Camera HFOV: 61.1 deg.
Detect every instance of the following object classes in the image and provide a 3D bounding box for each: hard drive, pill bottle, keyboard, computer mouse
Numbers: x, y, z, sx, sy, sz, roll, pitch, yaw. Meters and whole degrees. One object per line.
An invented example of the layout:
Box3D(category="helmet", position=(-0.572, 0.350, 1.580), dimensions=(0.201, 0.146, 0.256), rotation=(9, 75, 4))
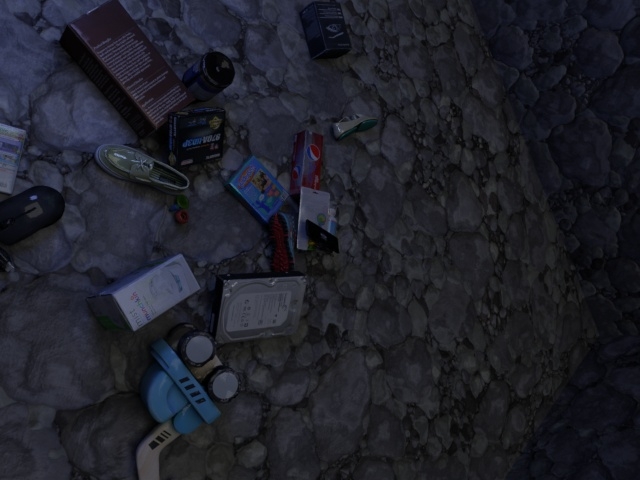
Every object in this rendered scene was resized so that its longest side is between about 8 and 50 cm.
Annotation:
Box3D(category="hard drive", position=(-0.214, 0.229, 1.890), dimensions=(0.338, 0.064, 0.237), rotation=(0, 108, -39))
Box3D(category="pill bottle", position=(0.019, -0.046, 2.152), dimensions=(0.087, 0.087, 0.160), rotation=(20, 71, -34))
Box3D(category="pill bottle", position=(-0.391, -0.540, 1.827), dimensions=(0.122, 0.219, 0.123), rotation=(6, 80, -37))
Box3D(category="keyboard", position=(0.000, 0.000, 2.044), dimensions=(0.192, 0.038, 0.100), rotation=(31, 43, -42))
Box3D(category="computer mouse", position=(-0.830, -0.057, 1.507), dimensions=(0.272, 0.072, 0.188), rotation=(-45, 109, -33))

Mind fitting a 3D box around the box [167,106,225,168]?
Box3D(category="box", position=(-0.412, -0.346, 1.803), dimensions=(0.220, 0.051, 0.175), rotation=(-27, 133, -53))

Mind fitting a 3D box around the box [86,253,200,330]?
Box3D(category="box", position=(-0.525, 0.153, 1.591), dimensions=(0.231, 0.262, 0.127), rotation=(-36, 105, -36))

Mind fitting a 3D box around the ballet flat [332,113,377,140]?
Box3D(category="ballet flat", position=(0.145, -0.504, 2.331), dimensions=(0.248, 0.086, 0.086), rotation=(-27, 100, -36))

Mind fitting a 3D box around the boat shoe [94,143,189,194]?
Box3D(category="boat shoe", position=(-0.559, -0.233, 1.728), dimensions=(0.302, 0.094, 0.109), rotation=(20, 71, -34))

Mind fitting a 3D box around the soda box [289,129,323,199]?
Box3D(category="soda box", position=(-0.055, -0.294, 2.135), dimensions=(0.092, 0.083, 0.263), rotation=(13, 76, -36))

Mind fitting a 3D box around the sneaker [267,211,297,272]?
Box3D(category="sneaker", position=(-0.118, 0.022, 2.023), dimensions=(0.125, 0.104, 0.262), rotation=(-19, 110, -60))

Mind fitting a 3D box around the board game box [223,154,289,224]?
Box3D(category="board game box", position=(-0.232, -0.186, 2.005), dimensions=(0.210, 0.047, 0.160), rotation=(48, 58, -23))

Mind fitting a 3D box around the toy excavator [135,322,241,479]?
Box3D(category="toy excavator", position=(-0.453, 0.534, 1.652), dimensions=(0.445, 0.222, 0.433), rotation=(-37, 107, -21))

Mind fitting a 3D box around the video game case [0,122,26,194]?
Box3D(category="video game case", position=(-0.941, -0.243, 1.481), dimensions=(0.212, 0.023, 0.193), rotation=(15, 74, -34))

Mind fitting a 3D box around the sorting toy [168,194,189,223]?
Box3D(category="sorting toy", position=(-0.475, -0.102, 1.815), dimensions=(0.061, 0.042, 0.102), rotation=(18, 60, -51))

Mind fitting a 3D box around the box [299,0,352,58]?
Box3D(category="box", position=(0.022, -0.877, 2.269), dimensions=(0.153, 0.108, 0.207), rotation=(-16, 93, -38))

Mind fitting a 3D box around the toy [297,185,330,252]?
Box3D(category="toy", position=(-0.038, -0.075, 2.071), dimensions=(0.136, 0.056, 0.237), rotation=(10, 76, -36))

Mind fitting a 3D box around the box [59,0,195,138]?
Box3D(category="box", position=(-0.605, -0.535, 1.714), dimensions=(0.191, 0.143, 0.381), rotation=(-49, 114, -31))
